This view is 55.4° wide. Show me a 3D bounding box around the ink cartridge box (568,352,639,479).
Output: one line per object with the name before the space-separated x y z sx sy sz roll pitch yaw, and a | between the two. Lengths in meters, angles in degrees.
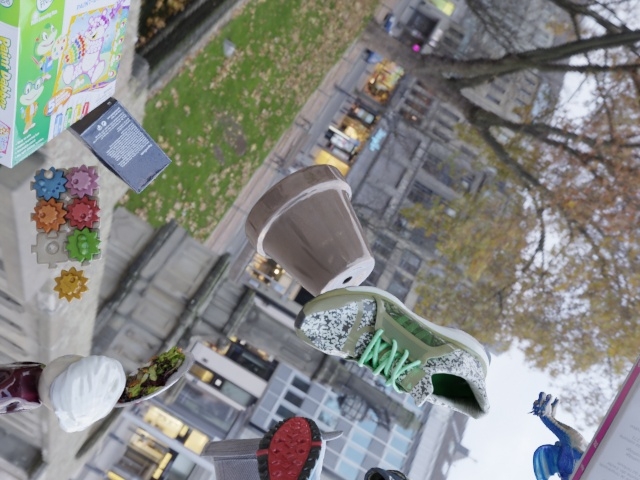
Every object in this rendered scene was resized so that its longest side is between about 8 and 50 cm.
ink cartridge box | 0.329 0.266 0.575 0.371 0.175 0.069 -63 164 3

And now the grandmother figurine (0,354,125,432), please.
grandmother figurine | -0.406 0.173 0.728 0.208 0.342 0.104 -47 136 -84

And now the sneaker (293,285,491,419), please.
sneaker | 0.150 0.212 1.108 0.182 0.410 0.158 -99 -149 -67

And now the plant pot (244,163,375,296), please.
plant pot | 0.000 0.000 1.339 0.263 0.229 0.263 -31 157 -15

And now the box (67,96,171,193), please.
box | -0.384 -0.189 1.125 0.093 0.158 0.156 -48 -135 -11

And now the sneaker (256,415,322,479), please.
sneaker | -0.048 0.401 0.946 0.262 0.104 0.125 -84 171 -51

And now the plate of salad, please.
plate of salad | -0.364 0.284 1.294 0.199 0.048 0.200 -21 -166 5

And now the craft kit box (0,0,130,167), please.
craft kit box | -0.329 -0.253 0.773 0.250 0.060 0.247 -66 180 -51

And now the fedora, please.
fedora | -0.086 0.423 1.116 0.243 0.275 0.124 -19 -113 38

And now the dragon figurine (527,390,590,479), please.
dragon figurine | 0.483 0.448 1.211 0.144 0.085 0.289 0 -92 52

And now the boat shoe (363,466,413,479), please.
boat shoe | 0.112 0.419 0.791 0.095 0.079 0.255 -33 -137 24

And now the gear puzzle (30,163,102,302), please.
gear puzzle | -0.621 -0.018 1.477 0.044 0.175 0.339 98 -12 -82
